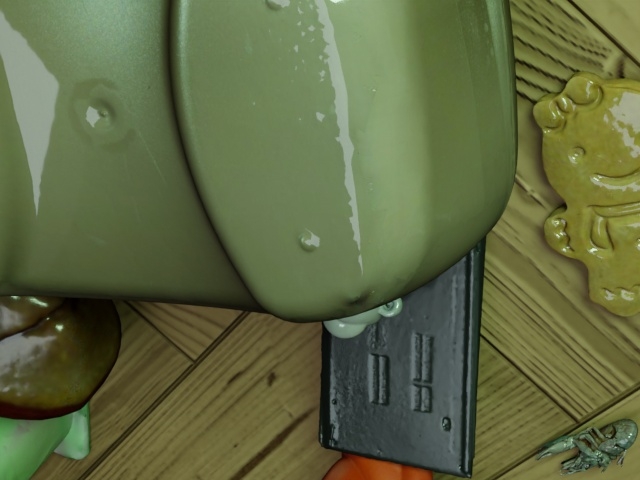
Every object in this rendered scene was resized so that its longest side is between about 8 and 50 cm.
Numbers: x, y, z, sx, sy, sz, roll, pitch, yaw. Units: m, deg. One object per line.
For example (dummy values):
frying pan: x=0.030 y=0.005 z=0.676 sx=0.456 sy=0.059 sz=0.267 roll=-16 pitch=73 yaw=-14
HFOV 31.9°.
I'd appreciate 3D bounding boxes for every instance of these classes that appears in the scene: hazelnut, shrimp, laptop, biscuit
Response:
hazelnut: x=-0.282 y=0.060 z=0.987 sx=0.181 sy=0.181 sz=0.212 roll=-27 pitch=110 yaw=8
shrimp: x=0.215 y=0.166 z=0.880 sx=0.092 sy=0.029 sz=0.038 roll=-24 pitch=117 yaw=43
laptop: x=0.058 y=0.081 z=0.863 sx=0.135 sy=0.016 sz=0.197 roll=6 pitch=102 yaw=25
biscuit: x=0.213 y=-0.025 z=0.749 sx=0.133 sy=0.027 sz=0.184 roll=5 pitch=124 yaw=27

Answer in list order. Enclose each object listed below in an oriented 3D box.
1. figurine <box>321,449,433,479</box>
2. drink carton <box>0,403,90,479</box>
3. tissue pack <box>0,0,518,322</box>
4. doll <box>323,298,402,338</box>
figurine: x=0.089 y=0.293 z=0.921 sx=0.257 sy=0.181 sz=0.208 roll=34 pitch=108 yaw=3
drink carton: x=-0.327 y=0.190 z=1.104 sx=0.144 sy=0.142 sz=0.146 roll=20 pitch=130 yaw=16
tissue pack: x=-0.072 y=-0.107 z=0.692 sx=0.387 sy=0.277 sz=0.268 roll=1 pitch=115 yaw=26
doll: x=0.000 y=0.000 z=0.833 sx=0.162 sy=0.062 sz=0.106 roll=42 pitch=100 yaw=17
